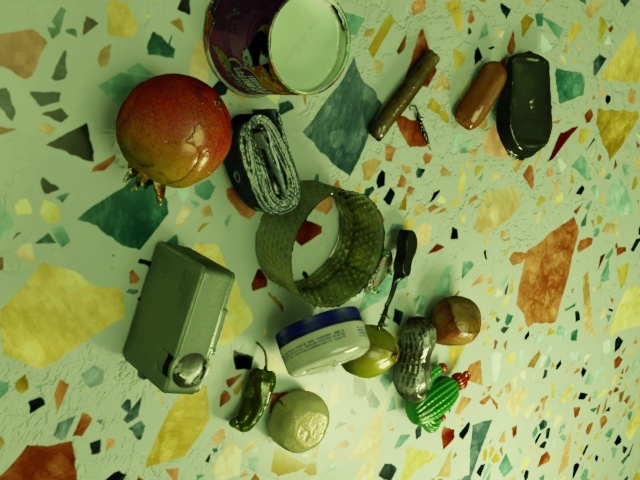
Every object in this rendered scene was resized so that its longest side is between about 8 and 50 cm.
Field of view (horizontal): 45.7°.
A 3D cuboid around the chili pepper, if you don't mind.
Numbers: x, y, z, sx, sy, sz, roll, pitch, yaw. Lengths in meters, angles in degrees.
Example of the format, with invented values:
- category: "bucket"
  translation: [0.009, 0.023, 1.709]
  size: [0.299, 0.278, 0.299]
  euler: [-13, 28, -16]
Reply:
- category: "chili pepper"
  translation: [-0.142, 0.347, 1.757]
  size: [0.073, 0.072, 0.204]
  euler: [22, 91, -40]

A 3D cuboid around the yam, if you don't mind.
- category: "yam"
  translation: [0.200, -0.346, 1.811]
  size: [0.264, 0.046, 0.046]
  euler: [-54, 131, -13]

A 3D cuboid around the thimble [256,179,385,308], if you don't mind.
- category: "thimble"
  translation: [0.000, 0.000, 1.699]
  size: [0.270, 0.150, 0.271]
  euler: [-15, 115, -36]

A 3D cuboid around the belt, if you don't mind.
- category: "belt"
  translation: [-0.115, -0.152, 1.546]
  size: [0.122, 0.128, 0.218]
  euler: [-29, 114, -26]

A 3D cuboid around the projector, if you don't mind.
- category: "projector"
  translation: [-0.275, 0.152, 1.496]
  size: [0.099, 0.192, 0.257]
  euler: [14, 96, -41]

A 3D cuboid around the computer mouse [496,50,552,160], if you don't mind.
- category: "computer mouse"
  translation: [0.548, -0.365, 2.074]
  size: [0.168, 0.087, 0.296]
  euler: [0, 93, -33]

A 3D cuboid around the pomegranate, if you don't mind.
- category: "pomegranate"
  translation: [-0.268, -0.186, 1.372]
  size: [0.210, 0.210, 0.235]
  euler: [21, 103, -42]

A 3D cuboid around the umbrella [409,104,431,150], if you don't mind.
- category: "umbrella"
  translation: [0.258, -0.282, 1.901]
  size: [0.022, 0.022, 0.149]
  euler: [-21, 130, 17]

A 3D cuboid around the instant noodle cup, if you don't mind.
- category: "instant noodle cup"
  translation: [-0.072, -0.390, 1.470]
  size: [0.251, 0.190, 0.251]
  euler: [-15, 114, -35]

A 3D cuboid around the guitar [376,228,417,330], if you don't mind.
- category: "guitar"
  translation: [0.193, 0.102, 1.915]
  size: [0.084, 0.038, 0.271]
  euler: [44, 59, -56]

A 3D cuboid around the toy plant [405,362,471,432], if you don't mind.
- category: "toy plant"
  translation: [0.337, 0.435, 2.182]
  size: [0.155, 0.088, 0.240]
  euler: [48, 66, -24]

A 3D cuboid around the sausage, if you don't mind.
- category: "sausage"
  translation: [0.417, -0.377, 1.964]
  size: [0.076, 0.076, 0.198]
  euler: [39, 78, -41]

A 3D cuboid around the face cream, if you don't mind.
- category: "face cream"
  translation: [0.008, 0.237, 1.743]
  size: [0.205, 0.206, 0.111]
  euler: [-5, 70, -39]

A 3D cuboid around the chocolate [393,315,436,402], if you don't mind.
- category: "chocolate"
  translation: [0.256, 0.320, 2.061]
  size: [0.110, 0.110, 0.248]
  euler: [0, 102, -40]

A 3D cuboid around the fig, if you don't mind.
- category: "fig"
  translation: [0.119, 0.279, 1.926]
  size: [0.152, 0.121, 0.136]
  euler: [-24, 128, -5]

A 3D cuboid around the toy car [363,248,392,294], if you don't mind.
- category: "toy car"
  translation: [0.139, 0.076, 1.905]
  size: [0.142, 0.055, 0.069]
  euler: [-46, 136, -46]

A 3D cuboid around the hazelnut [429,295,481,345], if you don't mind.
- category: "hazelnut"
  translation: [0.368, 0.227, 2.113]
  size: [0.150, 0.150, 0.150]
  euler: [-15, 115, -35]

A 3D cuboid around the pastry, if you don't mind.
- category: "pastry"
  translation: [-0.052, 0.442, 1.857]
  size: [0.156, 0.092, 0.157]
  euler: [-8, 103, -36]
